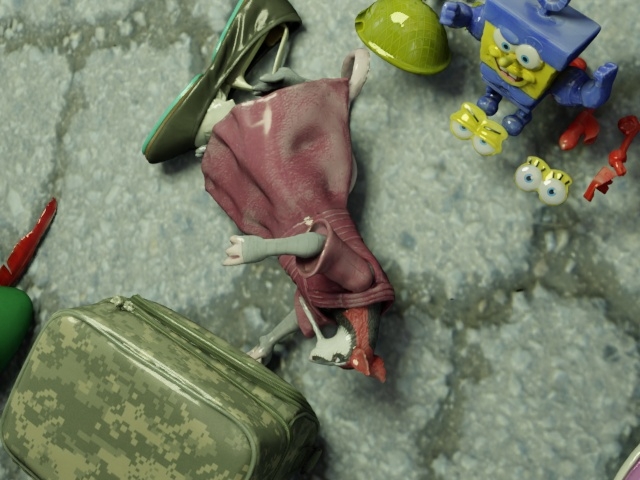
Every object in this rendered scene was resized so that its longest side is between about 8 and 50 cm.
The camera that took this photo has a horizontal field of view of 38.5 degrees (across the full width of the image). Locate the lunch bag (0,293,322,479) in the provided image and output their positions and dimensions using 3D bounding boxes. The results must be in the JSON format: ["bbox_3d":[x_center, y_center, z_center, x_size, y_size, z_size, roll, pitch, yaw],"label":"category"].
[{"bbox_3d":[-0.168,0.199,1.050,0.305,0.256,0.212,30,101,16],"label":"lunch bag"}]

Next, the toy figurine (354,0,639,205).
[{"bbox_3d":[0.219,-0.234,0.998,0.191,0.217,0.362,-41,72,-21],"label":"toy figurine"}]

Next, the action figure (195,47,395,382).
[{"bbox_3d":[0.000,0.000,1.097,0.276,0.248,0.370,-25,73,-17],"label":"action figure"}]

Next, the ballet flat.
[{"bbox_3d":[-0.119,-0.200,1.184,0.096,0.095,0.280,34,91,6],"label":"ballet flat"}]

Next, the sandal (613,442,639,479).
[{"bbox_3d":[0.479,0.222,0.945,0.416,0.102,0.169,-32,74,9],"label":"sandal"}]

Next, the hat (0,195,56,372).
[{"bbox_3d":[-0.406,0.094,1.253,0.173,0.184,0.208,44,136,24],"label":"hat"}]
